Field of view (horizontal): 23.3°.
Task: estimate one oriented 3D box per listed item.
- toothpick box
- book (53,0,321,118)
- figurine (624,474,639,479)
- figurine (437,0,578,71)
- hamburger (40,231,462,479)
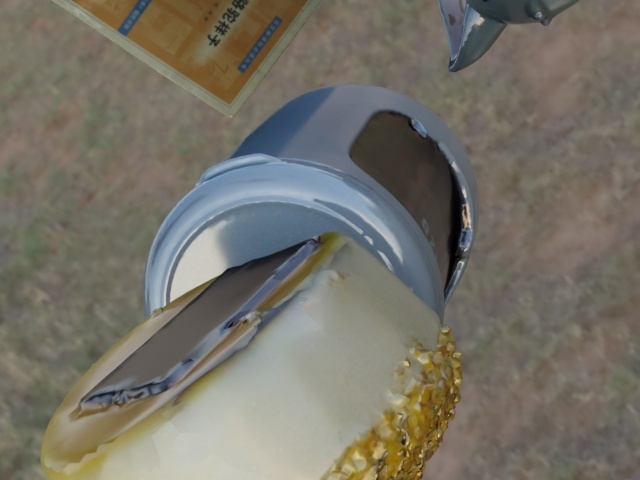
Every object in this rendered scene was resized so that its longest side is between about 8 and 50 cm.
[{"bbox_3d":[0.000,0.000,1.338,0.263,0.263,0.355,-30,10,23],"label":"toothpick box"},{"bbox_3d":[-0.138,-0.251,1.560,0.170,0.241,0.018,-52,21,16],"label":"book"},{"bbox_3d":[0.212,0.208,0.824,0.211,0.270,0.261,9,74,5],"label":"figurine"},{"bbox_3d":[0.121,-0.273,1.187,0.193,0.140,0.265,-29,58,22],"label":"figurine"},{"bbox_3d":[-0.039,0.126,0.999,0.276,0.179,0.294,-45,15,-35],"label":"hamburger"}]
